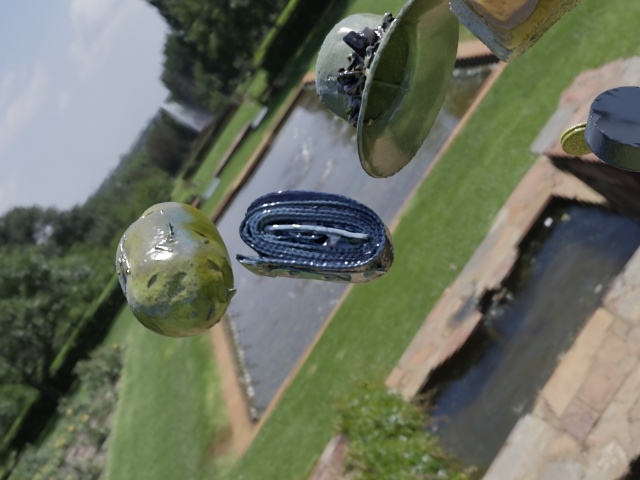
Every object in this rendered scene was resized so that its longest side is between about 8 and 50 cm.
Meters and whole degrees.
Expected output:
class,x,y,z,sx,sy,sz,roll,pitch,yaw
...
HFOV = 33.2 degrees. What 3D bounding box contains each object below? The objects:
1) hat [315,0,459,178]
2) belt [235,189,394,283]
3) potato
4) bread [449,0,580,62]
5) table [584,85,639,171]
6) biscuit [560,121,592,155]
class,x,y,z,sx,sy,sz,roll,pitch,yaw
hat,0.067,-0.221,1.414,0.257,0.130,0.257,-45,-33,-40
belt,0.000,0.000,1.555,0.128,0.218,0.122,44,-126,-69
potato,-0.210,0.037,1.544,0.248,0.169,0.143,-109,30,-52
bread,0.206,-0.263,1.120,0.125,0.106,0.082,-41,-26,4
table,0.429,-0.153,1.457,0.043,0.133,0.133,88,-161,-46
biscuit,0.476,-0.183,1.942,0.084,0.084,0.023,-46,41,46
